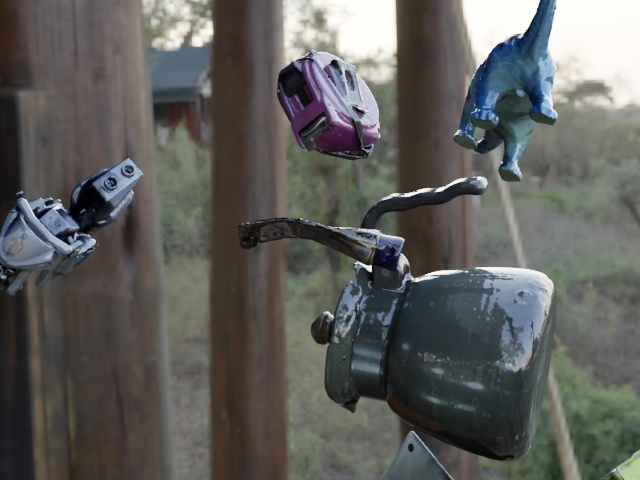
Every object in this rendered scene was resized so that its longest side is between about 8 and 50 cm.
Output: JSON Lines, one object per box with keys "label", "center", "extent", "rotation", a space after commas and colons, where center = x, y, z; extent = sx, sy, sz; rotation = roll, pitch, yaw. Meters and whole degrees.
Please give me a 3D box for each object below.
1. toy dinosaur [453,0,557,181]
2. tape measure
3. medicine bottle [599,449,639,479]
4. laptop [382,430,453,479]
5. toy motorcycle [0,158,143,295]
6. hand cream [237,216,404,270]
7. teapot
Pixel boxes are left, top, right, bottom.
{"label": "toy dinosaur", "center": [0.169, -0.132, 1.066], "extent": [0.076, 0.144, 0.329], "rotation": [14, -34, 3]}
{"label": "tape measure", "center": [0.012, -0.147, 1.309], "extent": [0.074, 0.125, 0.118], "rotation": [-36, -24, 29]}
{"label": "medicine bottle", "center": [0.343, 0.286, 1.004], "extent": [0.137, 0.250, 0.141], "rotation": [-25, -25, -27]}
{"label": "laptop", "center": [0.175, 0.444, 1.786], "extent": [0.015, 0.188, 0.269], "rotation": [-1, 37, -38]}
{"label": "toy motorcycle", "center": [-0.338, -0.021, 1.537], "extent": [0.270, 0.106, 0.159], "rotation": [-41, -2, -30]}
{"label": "hand cream", "center": [0.000, 0.000, 1.169], "extent": [0.163, 0.039, 0.062], "rotation": [9, -14, 1]}
{"label": "teapot", "center": [0.121, 0.100, 1.371], "extent": [0.285, 0.305, 0.223], "rotation": [8, 44, 16]}
